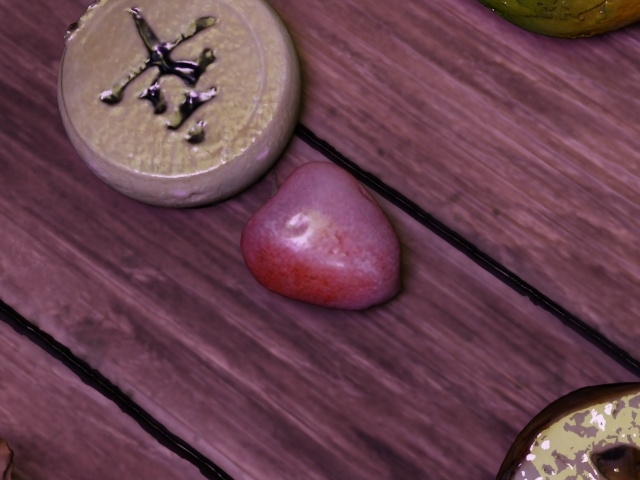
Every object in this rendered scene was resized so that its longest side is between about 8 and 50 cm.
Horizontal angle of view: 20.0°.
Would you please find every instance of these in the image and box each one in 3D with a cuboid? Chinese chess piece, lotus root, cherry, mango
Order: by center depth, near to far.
[{"bbox_3d":[0.227,0.164,1.270,0.235,0.119,0.138,-6,81,5],"label":"lotus root"},{"bbox_3d":[0.002,-0.005,1.353,0.126,0.087,0.106,16,82,12],"label":"cherry"},{"bbox_3d":[0.166,-0.220,1.381,0.233,0.111,0.125,5,72,8],"label":"mango"},{"bbox_3d":[-0.108,-0.118,1.397,0.188,0.083,0.188,-1,73,4],"label":"Chinese chess piece"}]

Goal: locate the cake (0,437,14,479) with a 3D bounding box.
[{"bbox_3d":[-0.374,0.262,1.222,0.314,0.293,0.307,3,80,11],"label":"cake"}]
